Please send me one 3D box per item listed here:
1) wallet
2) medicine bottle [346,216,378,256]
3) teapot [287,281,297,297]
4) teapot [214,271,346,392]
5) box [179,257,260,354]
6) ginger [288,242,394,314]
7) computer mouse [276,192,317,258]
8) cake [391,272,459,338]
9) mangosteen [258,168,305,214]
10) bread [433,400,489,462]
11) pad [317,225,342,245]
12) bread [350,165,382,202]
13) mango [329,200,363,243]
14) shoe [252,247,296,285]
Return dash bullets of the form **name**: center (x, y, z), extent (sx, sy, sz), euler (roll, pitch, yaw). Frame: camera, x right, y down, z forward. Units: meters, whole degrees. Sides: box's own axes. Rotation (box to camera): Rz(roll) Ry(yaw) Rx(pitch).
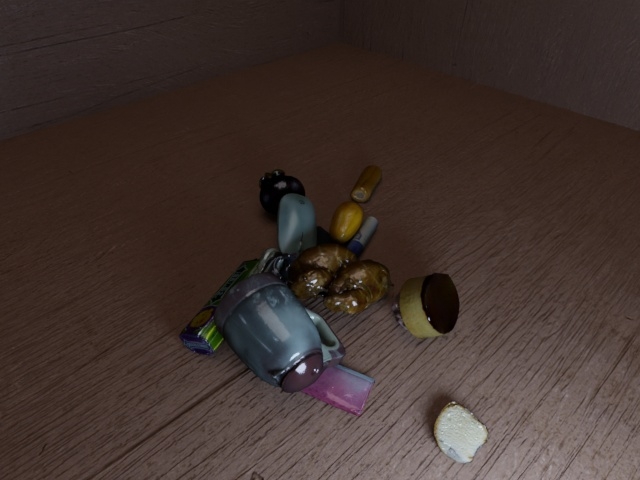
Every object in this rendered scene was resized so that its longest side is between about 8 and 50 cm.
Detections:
- **wallet**: center (0.025, 0.399, 1.187), extent (0.232, 0.025, 0.119), euler (17, 43, 20)
- **medicine bottle**: center (0.158, -0.007, 1.631), extent (0.059, 0.059, 0.231), euler (18, 43, 20)
- **teapot**: center (-0.126, 0.170, 1.414), extent (0.129, 0.078, 0.098), euler (30, 50, 31)
- **teapot**: center (-0.090, 0.270, 1.185), extent (0.314, 0.233, 0.312), euler (-3, 38, -47)
- **box**: center (-0.290, 0.204, 1.353), extent (0.134, 0.097, 0.345), euler (-8, 33, 37)
- **ginger**: center (0.042, 0.131, 1.398), extent (0.357, 0.153, 0.274), euler (23, 44, 24)
- **computer mouse**: center (-0.083, -0.059, 1.597), extent (0.159, 0.097, 0.289), euler (14, 51, -26)
- **cake**: center (0.310, 0.202, 1.313), extent (0.178, 0.185, 0.208), euler (-11, 45, 50)
- **mangosteen**: center (-0.169, -0.212, 1.769), extent (0.194, 0.194, 0.231), euler (-16, 64, -16)
- **bread**: center (0.350, 0.489, 1.066), extent (0.126, 0.044, 0.129), euler (37, 50, 26)
- **pad**: center (0.000, 0.000, 1.668), extent (0.112, 0.003, 0.157), euler (-28, 48, -28)
- **bread**: center (0.212, -0.264, 1.919), extent (0.092, 0.074, 0.239), euler (18, 44, 13)
- **mango**: center (0.095, -0.066, 1.638), extent (0.112, 0.145, 0.219), euler (38, 43, -9)
- **shoe**: center (-0.153, 0.124, 1.343), extent (0.112, 0.099, 0.228), euler (-6, 56, 36)
